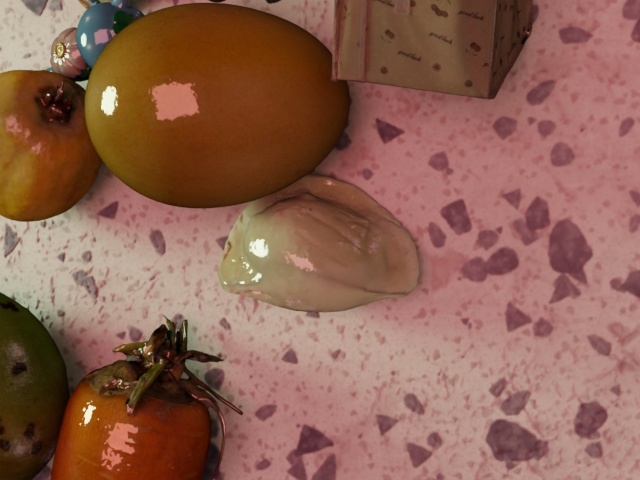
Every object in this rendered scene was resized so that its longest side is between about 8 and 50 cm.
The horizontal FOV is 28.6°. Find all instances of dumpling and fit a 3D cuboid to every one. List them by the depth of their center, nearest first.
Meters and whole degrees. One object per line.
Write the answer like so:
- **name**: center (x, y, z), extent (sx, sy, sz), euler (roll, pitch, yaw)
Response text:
- **dumpling**: center (0.000, 0.000, 1.577), extent (0.252, 0.131, 0.179), euler (3, 61, 10)

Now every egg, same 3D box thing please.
- **egg**: center (-0.125, -0.164, 1.537), extent (0.323, 0.250, 0.250), euler (-3, 90, -8)

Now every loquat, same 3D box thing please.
- **loquat**: center (-0.378, -0.127, 1.653), extent (0.187, 0.176, 0.234), euler (26, 130, -16)

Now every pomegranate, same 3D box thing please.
- **pomegranate**: center (-0.483, 0.184, 1.627), extent (0.291, 0.323, 0.290), euler (-15, 57, 24)

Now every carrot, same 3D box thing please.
- **carrot**: center (-0.236, 0.266, 1.611), extent (0.214, 0.193, 0.331), euler (14, 95, 33)

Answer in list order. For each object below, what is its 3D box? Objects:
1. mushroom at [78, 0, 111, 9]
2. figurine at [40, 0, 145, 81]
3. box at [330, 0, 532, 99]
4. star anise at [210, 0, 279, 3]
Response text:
- **mushroom**: center (-0.227, -0.350, 1.676), extent (0.202, 0.054, 0.059), euler (-14, 93, 12)
- **figurine**: center (-0.284, -0.246, 1.672), extent (0.178, 0.144, 0.114), euler (-15, 51, 37)
- **box**: center (0.139, -0.338, 1.417), extent (0.190, 0.225, 0.297), euler (12, 121, 17)
- **star anise**: center (-0.058, -0.399, 1.567), extent (0.212, 0.129, 0.282), euler (-13, 54, 7)
